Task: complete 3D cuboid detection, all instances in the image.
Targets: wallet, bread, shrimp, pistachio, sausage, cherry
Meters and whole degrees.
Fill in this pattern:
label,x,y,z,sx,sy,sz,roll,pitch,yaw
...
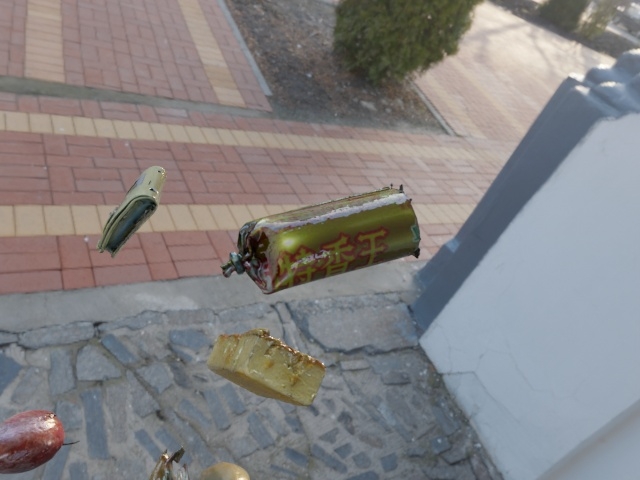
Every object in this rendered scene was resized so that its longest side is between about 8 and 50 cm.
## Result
label,x,y,z,sx,sy,sz,roll,pitch,yaw
wallet,-0.265,-0.045,0.691,0.039,0.110,0.155,38,9,-23
bread,-0.131,0.280,1.100,0.185,0.275,0.114,34,64,-18
shrimp,-0.308,0.519,1.008,0.051,0.133,0.187,48,32,-47
pistachio,-0.213,0.569,1.100,0.125,0.185,0.124,5,79,-30
sausage,0.000,-0.002,0.755,0.318,0.125,0.117,-13,14,-21
cherry,-0.895,0.609,1.469,0.192,0.174,0.250,-8,-2,22
